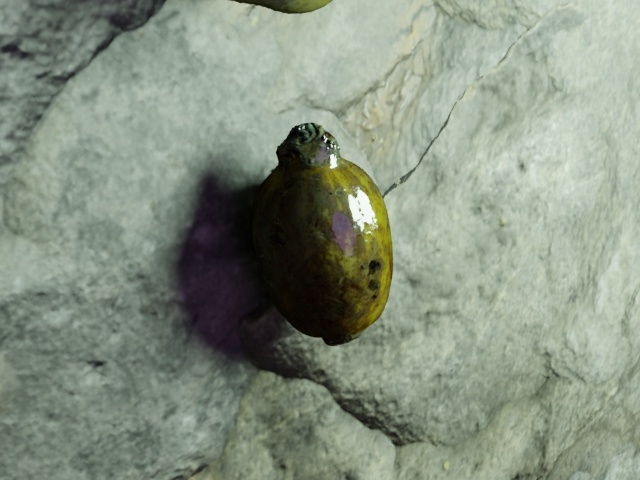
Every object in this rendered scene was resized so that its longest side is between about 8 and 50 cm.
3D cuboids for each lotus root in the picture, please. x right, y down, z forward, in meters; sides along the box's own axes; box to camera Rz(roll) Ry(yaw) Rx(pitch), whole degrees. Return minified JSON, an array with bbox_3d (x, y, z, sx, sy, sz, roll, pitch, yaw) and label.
[{"bbox_3d":[0.000,0.000,0.922,0.120,0.120,0.209,-32,126,-31],"label":"lotus root"}]

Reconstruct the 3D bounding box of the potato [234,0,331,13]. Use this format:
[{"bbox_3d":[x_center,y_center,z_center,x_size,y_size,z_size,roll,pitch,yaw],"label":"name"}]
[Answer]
[{"bbox_3d":[-0.037,-0.262,0.773,0.157,0.157,0.194,-5,114,-41],"label":"potato"}]
